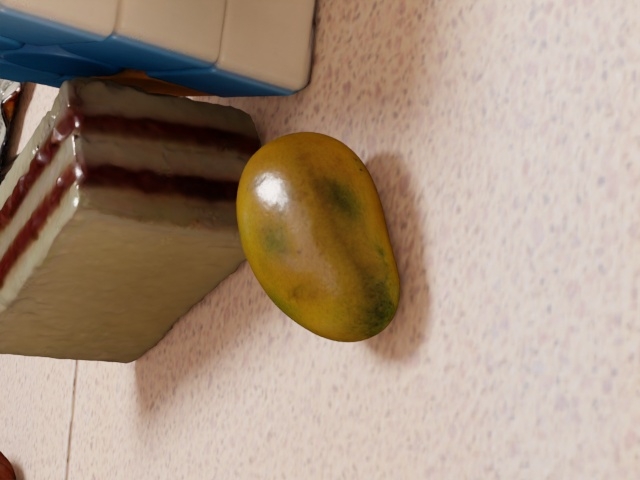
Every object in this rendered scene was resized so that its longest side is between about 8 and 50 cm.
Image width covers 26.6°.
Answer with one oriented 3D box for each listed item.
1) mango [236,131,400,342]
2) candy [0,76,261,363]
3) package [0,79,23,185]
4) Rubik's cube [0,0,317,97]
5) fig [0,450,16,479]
[{"bbox_3d":[-0.003,0.001,0.929,0.111,0.089,0.163,-43,54,48],"label":"mango"},{"bbox_3d":[-0.186,-0.005,1.176,0.320,0.179,0.135,-41,49,51],"label":"candy"},{"bbox_3d":[-0.432,-0.184,1.842,0.166,0.040,0.232,-123,41,-55],"label":"package"},{"bbox_3d":[-0.188,-0.277,1.070,0.290,0.291,0.291,4,87,46],"label":"Rubik's cube"},{"bbox_3d":[-0.436,0.338,1.586,0.160,0.143,0.231,-68,-6,-63],"label":"fig"}]
